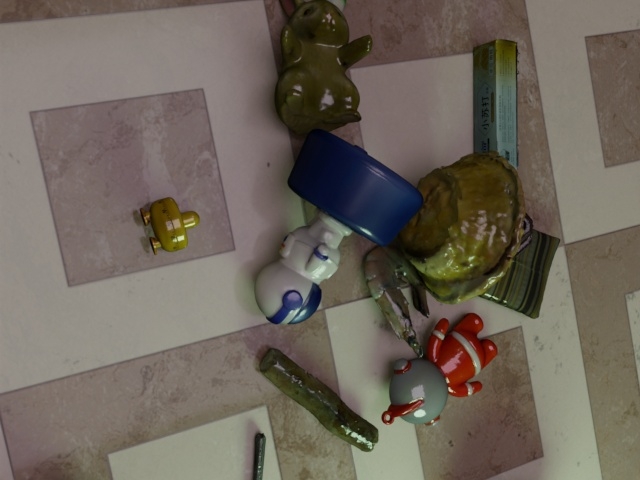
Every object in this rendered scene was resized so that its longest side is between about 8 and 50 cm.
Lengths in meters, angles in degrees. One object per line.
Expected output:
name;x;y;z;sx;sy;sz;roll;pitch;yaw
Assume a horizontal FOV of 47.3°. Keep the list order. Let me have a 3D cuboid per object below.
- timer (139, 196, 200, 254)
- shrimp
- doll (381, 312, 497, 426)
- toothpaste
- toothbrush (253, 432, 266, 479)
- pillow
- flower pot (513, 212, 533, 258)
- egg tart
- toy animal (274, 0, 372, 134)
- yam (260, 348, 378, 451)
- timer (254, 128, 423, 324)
timer;-0.282;-0.033;1.413;0.109;0.107;0.107;-19;97;-17
shrimp;0.183;0.127;1.621;0.145;0.059;0.254;-31;89;-37
doll;0.260;0.304;1.643;0.336;0.105;0.200;-36;104;-26
toothpaste;0.408;-0.300;1.699;0.071;0.089;0.313;-1;90;-29
toothbrush;-0.136;0.548;1.519;0.030;0.030;0.298;5;89;-12
pillow;0.460;0.058;1.740;0.212;0.052;0.208;21;83;-16
flower pot;0.374;-0.012;1.658;0.250;0.084;0.179;-39;89;-12
egg tart;0.271;-0.039;1.501;0.132;0.345;0.346;20;83;-28
toy animal;-0.005;-0.402;1.482;0.181;0.180;0.363;5;87;-17
yam;0.000;0.343;1.551;0.317;0.071;0.067;41;40;-17
timer;0.000;0.000;1.473;0.270;0.270;0.384;31;94;-19
